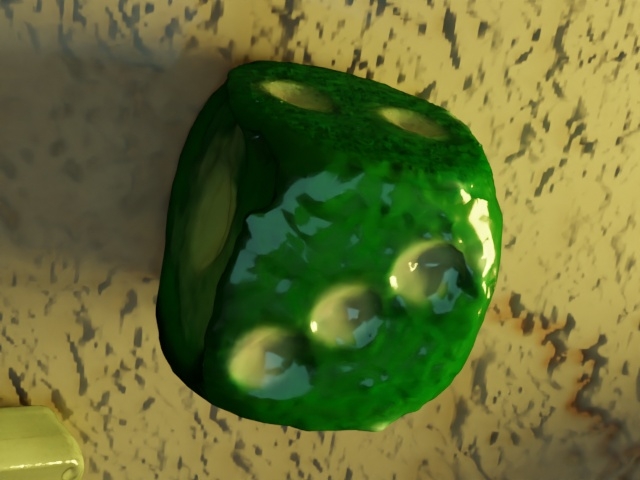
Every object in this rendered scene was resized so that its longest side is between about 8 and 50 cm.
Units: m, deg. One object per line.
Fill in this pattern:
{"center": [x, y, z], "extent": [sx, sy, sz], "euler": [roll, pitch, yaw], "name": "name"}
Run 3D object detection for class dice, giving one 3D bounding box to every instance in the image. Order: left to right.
{"center": [0.000, 0.000, 0.541], "extent": [0.120, 0.131, 0.128], "euler": [9, 113, -18], "name": "dice"}

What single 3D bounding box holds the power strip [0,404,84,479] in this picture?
{"center": [-0.228, 0.138, 0.544], "extent": [0.270, 0.046, 0.118], "euler": [3, 120, -47], "name": "power strip"}
